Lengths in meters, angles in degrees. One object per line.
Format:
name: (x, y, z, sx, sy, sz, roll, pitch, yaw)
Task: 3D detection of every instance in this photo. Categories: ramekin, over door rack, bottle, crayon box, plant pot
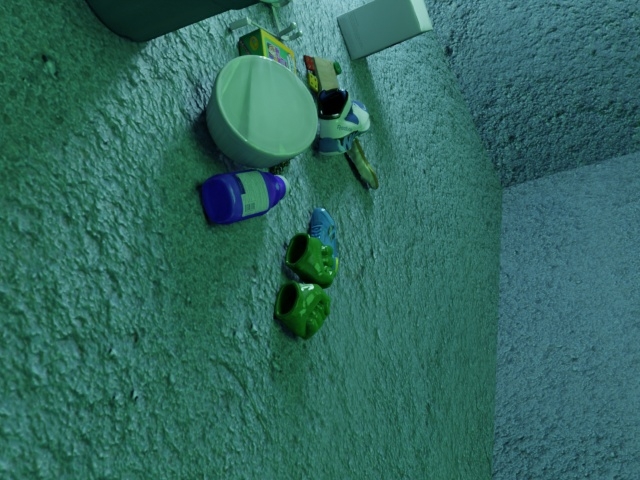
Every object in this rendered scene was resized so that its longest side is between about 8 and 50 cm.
ramekin: (-0.153, -0.300, 1.576, 0.272, 0.127, 0.273, 13, 64, -29)
over door rack: (-0.165, -0.708, 1.859, 0.324, 0.108, 0.240, -20, 94, -62)
bottle: (-0.171, -0.114, 1.573, 0.283, 0.092, 0.118, -24, 101, -62)
crayon box: (-0.134, -0.420, 1.800, 0.165, 0.081, 0.279, 16, 63, -58)
plant pot: (-0.295, -0.586, 1.324, 0.341, 0.334, 0.341, 34, 49, -50)

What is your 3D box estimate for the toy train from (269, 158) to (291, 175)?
toy train: (-0.105, -0.223, 1.818, 0.036, 0.027, 0.158, 53, 34, -15)

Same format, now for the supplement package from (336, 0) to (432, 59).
supplement package: (0.245, -0.820, 2.455, 0.177, 0.292, 0.175, -38, 110, -59)

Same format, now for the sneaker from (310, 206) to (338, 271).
sneaker: (0.000, 0.000, 1.854, 0.082, 0.069, 0.210, 14, 65, -54)

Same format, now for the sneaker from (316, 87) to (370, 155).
sneaker: (0.073, -0.413, 2.074, 0.315, 0.127, 0.182, -58, 147, -53)

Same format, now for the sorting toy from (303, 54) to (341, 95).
sorting toy: (0.003, -0.528, 2.136, 0.274, 0.046, 0.133, -18, 93, -62)

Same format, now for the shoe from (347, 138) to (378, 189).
shoe: (0.140, -0.261, 2.257, 0.219, 0.058, 0.077, 61, 0, -32)

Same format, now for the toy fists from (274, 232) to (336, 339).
toy fists: (-0.028, 0.119, 1.703, 0.142, 0.096, 0.279, 43, 45, -43)
